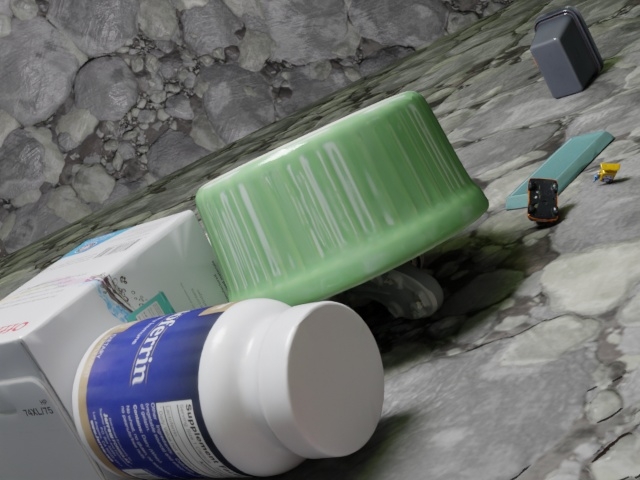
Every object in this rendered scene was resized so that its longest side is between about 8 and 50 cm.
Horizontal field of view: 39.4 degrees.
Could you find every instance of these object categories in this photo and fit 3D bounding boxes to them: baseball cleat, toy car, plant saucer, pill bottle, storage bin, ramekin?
[{"bbox_3d":[0.088,0.034,0.992,0.109,0.072,0.206,-33,18,-24],"label":"baseball cleat"},{"bbox_3d":[0.292,-0.048,1.036,0.122,0.060,0.040,-10,-30,-4],"label":"toy car"},{"bbox_3d":[0.310,-0.094,1.159,0.067,0.018,0.192,-9,24,48],"label":"plant saucer"},{"bbox_3d":[-0.085,0.133,0.796,0.265,0.153,0.153,-13,20,38],"label":"pill bottle"},{"bbox_3d":[0.405,-0.310,1.517,0.098,0.135,0.091,-13,30,40],"label":"storage bin"},{"bbox_3d":[0.014,-0.042,0.970,0.303,0.148,0.303,-25,5,2],"label":"ramekin"}]

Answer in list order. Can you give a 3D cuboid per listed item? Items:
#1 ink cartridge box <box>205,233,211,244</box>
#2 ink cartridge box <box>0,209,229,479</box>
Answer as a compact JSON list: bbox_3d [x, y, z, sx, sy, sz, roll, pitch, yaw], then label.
[{"bbox_3d":[-0.073,-0.008,1.357,0.208,0.087,0.153,-33,17,-27],"label":"ink cartridge box"},{"bbox_3d":[-0.242,0.127,0.981,0.198,0.197,0.270,-13,20,38],"label":"ink cartridge box"}]
